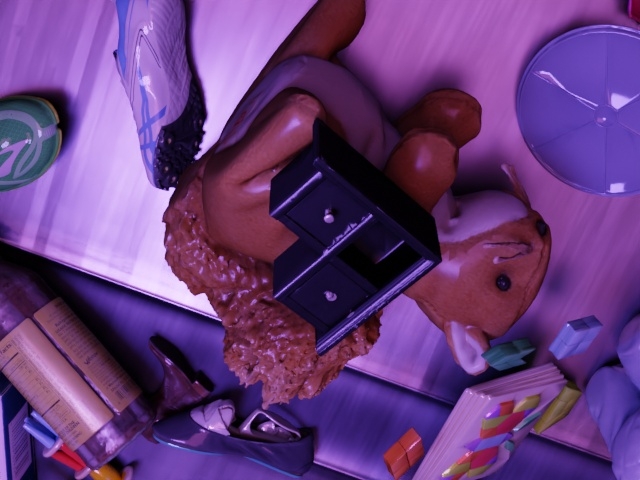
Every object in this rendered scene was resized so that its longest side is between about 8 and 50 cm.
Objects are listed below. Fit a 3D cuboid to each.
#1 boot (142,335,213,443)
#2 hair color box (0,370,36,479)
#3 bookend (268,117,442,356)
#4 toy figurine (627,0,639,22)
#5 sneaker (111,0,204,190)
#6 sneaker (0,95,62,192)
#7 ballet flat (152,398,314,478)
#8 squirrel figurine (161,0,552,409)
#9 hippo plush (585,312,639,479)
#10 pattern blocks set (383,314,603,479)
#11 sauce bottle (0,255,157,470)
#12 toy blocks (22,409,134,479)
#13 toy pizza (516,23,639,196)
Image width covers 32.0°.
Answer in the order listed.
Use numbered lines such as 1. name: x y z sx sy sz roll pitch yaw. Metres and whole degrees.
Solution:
1. boot: -0.205 0.187 1.370 0.114 0.037 0.106 -41 98 18
2. hair color box: -0.538 0.244 1.373 0.347 0.105 0.174 2 105 4
3. bookend: 0.000 0.000 1.017 0.156 0.072 0.157 -39 116 23
4. toy figurine: 0.393 -0.234 1.157 0.159 0.173 0.130 38 93 7
5. sneaker: -0.188 -0.174 1.256 0.086 0.085 0.237 11 114 33
6. sneaker: -0.434 -0.087 1.267 0.295 0.123 0.110 -14 103 7
7. ballet flat: -0.099 0.229 1.350 0.203 0.074 0.074 17 106 -13
8. squirrel figurine: 0.040 -0.001 1.217 0.370 0.281 0.397 36 119 -16
9. hippo plush: 0.448 0.215 1.215 0.236 0.294 0.234 22 127 -10
10. pattern blocks set: 0.187 0.217 1.253 0.285 0.026 0.325 -17 142 -29
11. sauce bottle: -0.339 0.110 1.317 0.111 0.111 0.344 -39 90 13
12. toy blocks: -0.321 0.289 1.364 0.148 0.054 0.123 40 72 -17
13. toy pizza: 0.315 -0.142 1.218 0.201 0.032 0.201 13 124 21
